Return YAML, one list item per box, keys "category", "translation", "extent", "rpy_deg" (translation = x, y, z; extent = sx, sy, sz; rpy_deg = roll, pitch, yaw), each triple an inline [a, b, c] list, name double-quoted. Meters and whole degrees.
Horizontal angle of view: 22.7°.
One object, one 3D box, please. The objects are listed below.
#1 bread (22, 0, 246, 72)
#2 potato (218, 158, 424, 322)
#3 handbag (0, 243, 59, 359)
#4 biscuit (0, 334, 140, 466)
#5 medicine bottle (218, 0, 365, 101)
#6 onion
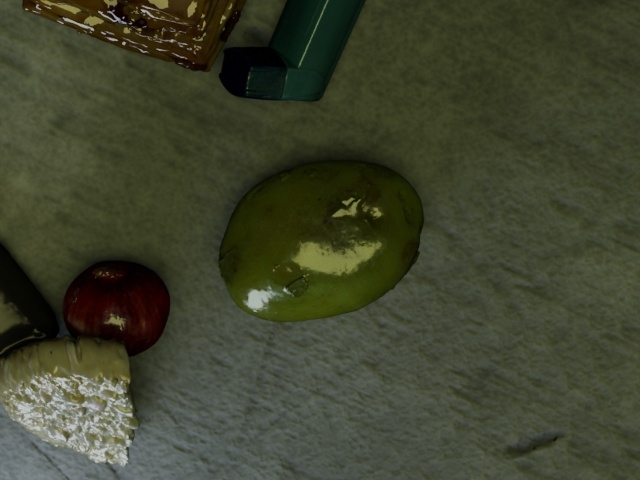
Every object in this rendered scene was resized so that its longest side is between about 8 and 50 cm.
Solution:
- category: "bread"
  translation: [-0.190, -0.365, 1.774]
  extent: [0.277, 0.167, 0.324]
  rpy_deg: [18, 103, -7]
- category: "potato"
  translation: [0.000, 0.000, 1.884]
  extent: [0.253, 0.148, 0.186]
  rpy_deg: [-30, 106, 4]
- category: "handbag"
  translation: [-0.465, 0.097, 1.921]
  extent: [0.247, 0.080, 0.223]
  rpy_deg: [-34, 102, 5]
- category: "biscuit"
  translation: [-0.294, 0.177, 1.873]
  extent: [0.179, 0.281, 0.084]
  rpy_deg: [13, 62, -4]
- category: "medicine bottle"
  translation: [-0.012, -0.271, 1.844]
  extent: [0.124, 0.079, 0.258]
  rpy_deg: [19, 102, -36]
- category: "onion"
  translation: [-0.245, 0.082, 1.905]
  extent: [0.131, 0.131, 0.131]
  rpy_deg: [-1, 104, -2]
